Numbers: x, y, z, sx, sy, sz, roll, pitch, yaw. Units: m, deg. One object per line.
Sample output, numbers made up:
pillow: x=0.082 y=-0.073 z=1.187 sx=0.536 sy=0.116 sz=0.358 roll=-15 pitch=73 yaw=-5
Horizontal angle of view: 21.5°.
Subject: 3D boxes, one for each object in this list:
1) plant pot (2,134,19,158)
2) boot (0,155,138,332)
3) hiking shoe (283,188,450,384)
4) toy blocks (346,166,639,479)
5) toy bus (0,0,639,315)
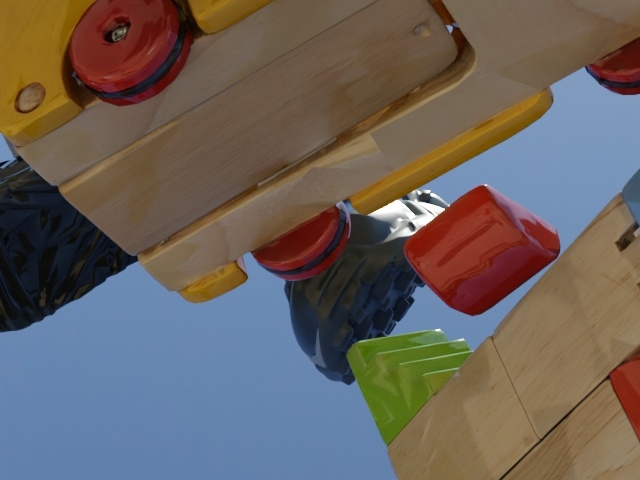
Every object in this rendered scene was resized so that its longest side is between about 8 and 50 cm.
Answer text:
plant pot: x=-0.122 y=-0.085 z=0.947 sx=0.109 sy=0.096 sz=0.109 roll=14 pitch=-150 yaw=28
boot: x=-0.155 y=-0.031 z=0.883 sx=0.207 sy=0.094 sz=0.246 roll=7 pitch=-151 yaw=45
hiking shoe: x=0.000 y=0.000 z=1.003 sx=0.132 sy=0.304 sz=0.113 roll=34 pitch=-84 yaw=2
toy blocks: x=0.168 y=0.130 z=0.582 sx=0.261 sy=0.191 sz=0.381 roll=-54 pitch=-130 yaw=47
toy bus: x=0.010 y=-0.077 z=0.420 sx=0.202 sy=0.191 sz=0.104 roll=0 pitch=-133 yaw=-25
